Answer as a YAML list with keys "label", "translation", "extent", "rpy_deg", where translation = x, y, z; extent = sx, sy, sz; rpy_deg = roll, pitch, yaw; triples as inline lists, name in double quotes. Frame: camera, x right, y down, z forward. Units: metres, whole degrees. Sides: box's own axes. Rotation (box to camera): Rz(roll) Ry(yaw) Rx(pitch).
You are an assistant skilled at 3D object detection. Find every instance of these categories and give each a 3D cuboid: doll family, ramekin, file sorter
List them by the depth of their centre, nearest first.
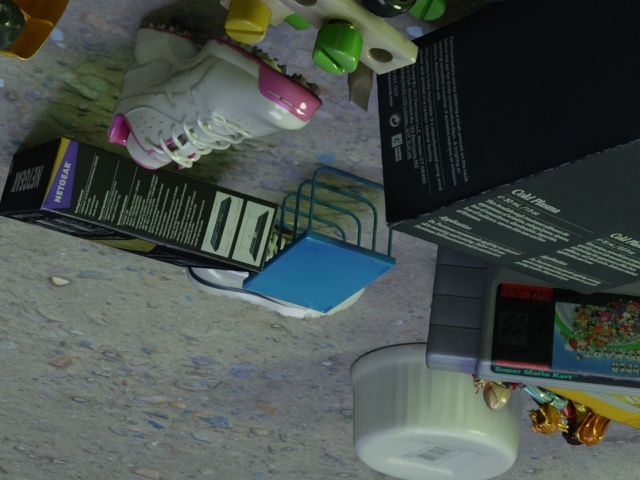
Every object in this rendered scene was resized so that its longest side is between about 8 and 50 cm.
- label: "file sorter"
  translation: [0.000, 0.000, 1.679]
  extent: [0.118, 0.105, 0.170]
  rpy_deg: [19, 150, -23]
- label: "doll family"
  translation: [0.329, 0.199, 1.938]
  extent: [0.263, 0.163, 0.118]
  rpy_deg: [25, 147, -33]
- label: "ramekin"
  translation: [0.178, 0.273, 2.144]
  extent: [0.277, 0.135, 0.277]
  rpy_deg: [4, 153, 2]

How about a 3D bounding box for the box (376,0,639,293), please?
- label: "box"
  translation: [0.280, -0.096, 1.301]
  extent: [0.312, 0.179, 0.343]
  rpy_deg: [-18, 156, 39]

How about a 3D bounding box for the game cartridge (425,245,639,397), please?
- label: "game cartridge"
  translation: [0.301, 0.056, 1.533]
  extent: [0.355, 0.230, 0.068]
  rpy_deg: [5, 148, 6]

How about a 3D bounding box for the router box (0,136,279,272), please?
- label: "router box"
  translation: [-0.213, -0.034, 1.561]
  extent: [0.242, 0.081, 0.309]
  rpy_deg: [17, 174, -21]

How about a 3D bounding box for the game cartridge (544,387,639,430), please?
- label: "game cartridge"
  translation: [0.428, 0.160, 1.741]
  extent: [0.323, 0.053, 0.285]
  rpy_deg: [26, 147, -32]

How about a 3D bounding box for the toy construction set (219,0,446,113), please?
- label: "toy construction set"
  translation: [0.006, -0.202, 1.139]
  extent: [0.257, 0.237, 0.309]
  rpy_deg: [-5, 152, 19]

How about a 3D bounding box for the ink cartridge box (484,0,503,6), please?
- label: "ink cartridge box"
  translation: [0.191, -0.249, 1.215]
  extent: [0.088, 0.052, 0.122]
  rpy_deg: [27, 148, -37]

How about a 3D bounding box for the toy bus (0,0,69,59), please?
- label: "toy bus"
  translation: [-0.342, -0.274, 1.198]
  extent: [0.211, 0.149, 0.220]
  rpy_deg: [11, 155, 26]

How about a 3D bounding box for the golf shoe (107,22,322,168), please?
- label: "golf shoe"
  translation: [-0.105, -0.118, 1.311]
  extent: [0.115, 0.140, 0.306]
  rpy_deg: [31, 175, -31]

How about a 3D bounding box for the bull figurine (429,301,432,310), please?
- label: "bull figurine"
  translation: [0.291, 0.094, 1.815]
  extent: [0.310, 0.101, 0.188]
  rpy_deg: [-7, 147, 19]

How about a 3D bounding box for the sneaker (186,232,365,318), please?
- label: "sneaker"
  translation: [-0.054, 0.033, 1.784]
  extent: [0.235, 0.090, 0.095]
  rpy_deg: [7, 144, -6]
